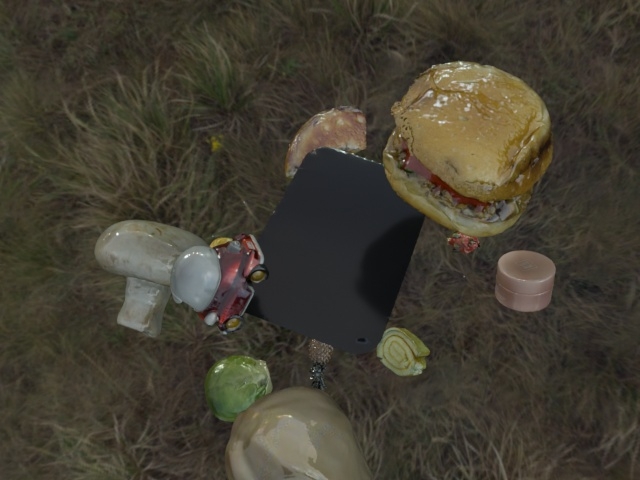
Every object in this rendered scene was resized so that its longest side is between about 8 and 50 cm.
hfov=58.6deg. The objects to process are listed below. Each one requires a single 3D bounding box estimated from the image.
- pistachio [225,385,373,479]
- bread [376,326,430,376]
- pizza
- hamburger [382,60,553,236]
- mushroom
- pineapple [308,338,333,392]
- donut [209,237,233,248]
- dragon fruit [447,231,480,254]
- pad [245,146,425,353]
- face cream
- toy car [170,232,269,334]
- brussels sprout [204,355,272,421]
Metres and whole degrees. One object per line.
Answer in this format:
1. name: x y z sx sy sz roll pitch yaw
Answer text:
1. pistachio: -0.024 0.355 0.936 0.226 0.332 0.208 21 73 31
2. bread: 0.234 0.318 1.617 0.156 0.064 0.118 41 107 35
3. pizza: 0.014 -0.254 1.520 0.161 0.085 0.305 46 62 -2
4. hamburger: 0.212 -0.130 0.838 0.244 0.163 0.245 3 59 -5
5. mushroom: -0.339 0.076 1.150 0.243 0.243 0.244 -1 86 14
6. pineapple: -0.002 0.268 1.208 0.058 0.058 0.125 2 81 14
7. donut: -0.332 0.060 2.053 0.178 0.162 0.066 52 139 31
8. dragon fruit: 0.470 0.006 1.892 0.116 0.081 0.086 -16 78 47
9. pad: -0.001 -0.001 0.971 0.314 0.063 0.376 21 56 9
10. face cream: 0.555 0.109 1.553 0.149 0.149 0.104 4 124 14
11. toy car: -0.150 0.049 0.794 0.139 0.112 0.112 -55 39 20
12. brussels sprout: -0.290 0.518 2.014 0.243 0.244 0.244 -1 86 14
